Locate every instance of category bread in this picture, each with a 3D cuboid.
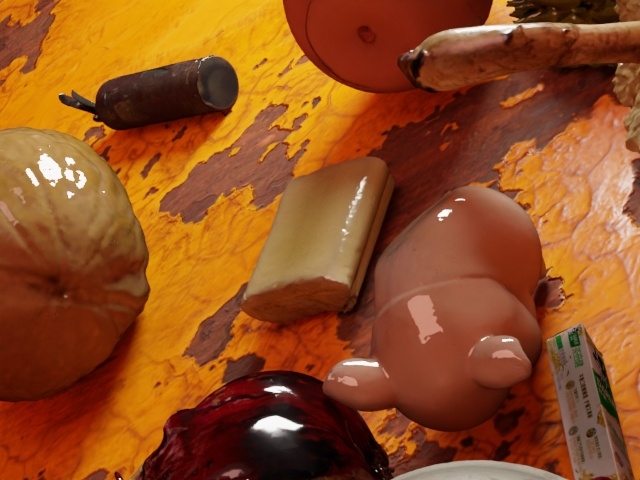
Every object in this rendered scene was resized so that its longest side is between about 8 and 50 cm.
[{"bbox_3d":[0.001,0.000,1.753,0.139,0.060,0.178,-14,41,36],"label":"bread"}]

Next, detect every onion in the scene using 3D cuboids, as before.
[{"bbox_3d":[-0.044,0.222,1.383,0.280,0.221,0.281,-3,45,3],"label":"onion"}]

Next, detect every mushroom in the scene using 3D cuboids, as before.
[{"bbox_3d":[0.263,-0.145,1.476,0.301,0.208,0.233,-29,7,-17],"label":"mushroom"}]

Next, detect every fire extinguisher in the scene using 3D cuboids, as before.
[{"bbox_3d":[-0.227,-0.189,2.207,0.267,0.089,0.072,-6,67,44],"label":"fire extinguisher"}]

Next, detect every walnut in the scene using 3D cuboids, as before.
[{"bbox_3d":[-0.341,0.024,1.898,0.333,0.333,0.333,-28,34,22],"label":"walnut"}]

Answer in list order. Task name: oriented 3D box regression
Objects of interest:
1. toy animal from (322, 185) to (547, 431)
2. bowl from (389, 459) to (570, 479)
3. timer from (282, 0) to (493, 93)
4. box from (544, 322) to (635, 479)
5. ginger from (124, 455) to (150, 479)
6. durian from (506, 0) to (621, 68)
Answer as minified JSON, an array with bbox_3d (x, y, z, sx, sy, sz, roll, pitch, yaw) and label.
[{"bbox_3d":[0.117,0.055,1.450,0.166,0.154,0.250,-30,27,30],"label":"toy animal"},{"bbox_3d":[0.094,0.263,1.128,0.313,0.146,0.313,-6,57,9],"label":"bowl"},{"bbox_3d":[0.075,-0.279,1.850,0.229,0.230,0.215,-17,32,35],"label":"timer"},{"bbox_3d":[0.215,0.152,1.343,0.041,0.050,0.207,-29,34,19],"label":"box"},{"bbox_3d":[-0.236,0.277,1.689,0.176,0.052,0.193,14,63,48],"label":"ginger"},{"bbox_3d":[0.331,-0.265,1.706,0.394,0.163,0.198,-4,9,40],"label":"durian"}]
